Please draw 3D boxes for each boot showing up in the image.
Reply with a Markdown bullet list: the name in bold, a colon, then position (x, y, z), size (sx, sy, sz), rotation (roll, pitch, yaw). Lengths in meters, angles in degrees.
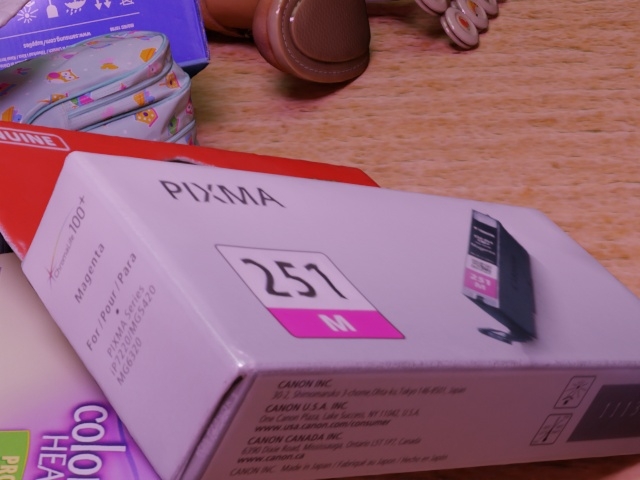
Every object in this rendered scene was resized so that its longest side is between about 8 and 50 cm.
- **boot**: position (-0.062, -0.202, 1.122), size (0.220, 0.109, 0.283), rotation (1, 33, 20)

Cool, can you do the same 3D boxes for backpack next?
- **backpack**: position (-0.156, -0.056, 0.849), size (0.182, 0.115, 0.152), rotation (-28, 35, -33)

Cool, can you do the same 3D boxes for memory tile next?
- **memory tile**: position (0.103, -0.221, 1.136), size (0.012, 0.113, 0.148), rotation (-39, 11, 33)

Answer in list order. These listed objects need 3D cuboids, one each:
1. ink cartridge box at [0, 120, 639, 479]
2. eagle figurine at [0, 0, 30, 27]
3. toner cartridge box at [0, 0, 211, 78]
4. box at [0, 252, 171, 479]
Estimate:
- **ink cartridge box**: position (0.000, 0.000, 0.589), size (0.275, 0.060, 0.239), rotation (5, 33, -43)
- **eagle figurine**: position (-0.314, -0.055, 0.756), size (0.225, 0.298, 0.226), rotation (23, 20, 20)
- **toner cartridge box**: position (-0.262, -0.119, 0.975), size (0.348, 0.075, 0.165), rotation (-13, 2, -12)
- **box**: position (-0.166, 0.109, 0.535), size (0.243, 0.117, 0.213), rotation (-8, 27, -2)
